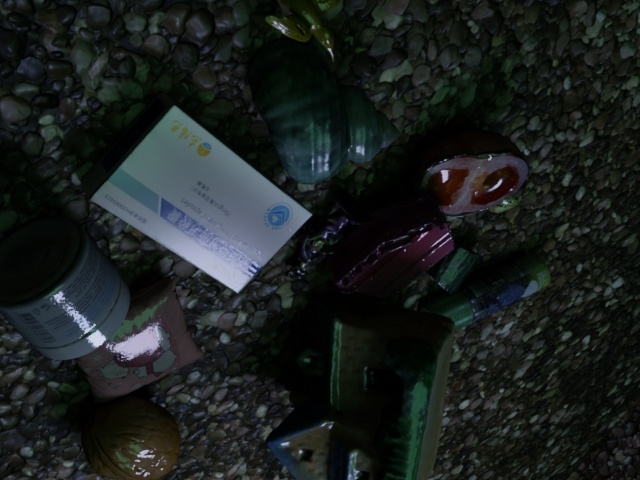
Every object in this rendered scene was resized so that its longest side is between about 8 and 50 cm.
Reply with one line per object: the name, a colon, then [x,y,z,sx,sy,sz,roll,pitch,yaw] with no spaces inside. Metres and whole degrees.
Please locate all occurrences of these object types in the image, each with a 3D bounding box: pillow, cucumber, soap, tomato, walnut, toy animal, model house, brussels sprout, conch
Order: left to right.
walnut: [-0.361,0.380,1.592,0.167,0.167,0.207,-45,140,5]
pillow: [-0.333,0.186,1.505,0.223,0.084,0.236,-25,140,-17]
toy animal: [-0.025,-0.345,1.286,0.219,0.095,0.155,-57,146,-30]
conch: [0.002,-0.200,1.381,0.277,0.195,0.220,14,87,-15]
model house: [0.074,0.326,1.730,0.334,0.343,0.382,-27,127,-68]
soap: [0.154,0.013,1.649,0.162,0.099,0.250,19,132,-40]
cucumber: [0.302,0.062,1.888,0.116,0.062,0.115,21,107,-46]
tomato: [0.286,-0.143,1.662,0.228,0.112,0.199,-1,143,-14]
brussels sprout: [0.384,-0.092,1.814,0.058,0.085,0.085,-42,139,-11]

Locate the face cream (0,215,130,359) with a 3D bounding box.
face cream: [-0.406,0.072,1.287,0.177,0.177,0.153,-34,136,-8]

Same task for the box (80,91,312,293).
box: [-0.195,-0.067,1.378,0.200,0.065,0.343,-46,130,7]

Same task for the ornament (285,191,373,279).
ornament: [0.006,-0.003,1.615,0.203,0.088,0.081,-49,163,27]

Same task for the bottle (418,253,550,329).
bottle: [0.391,0.131,1.985,0.330,0.093,0.093,-22,135,-20]
